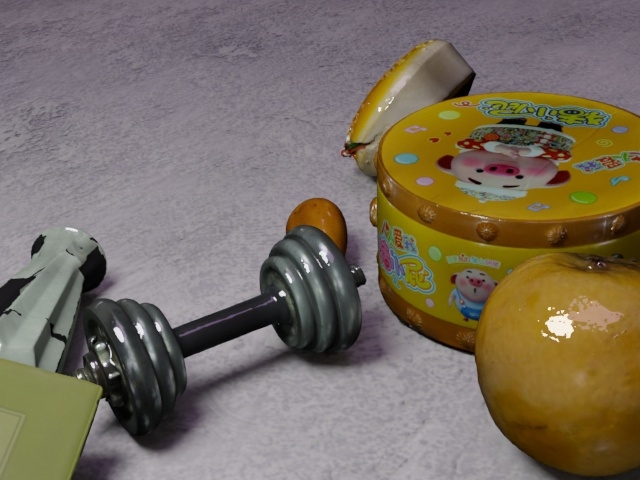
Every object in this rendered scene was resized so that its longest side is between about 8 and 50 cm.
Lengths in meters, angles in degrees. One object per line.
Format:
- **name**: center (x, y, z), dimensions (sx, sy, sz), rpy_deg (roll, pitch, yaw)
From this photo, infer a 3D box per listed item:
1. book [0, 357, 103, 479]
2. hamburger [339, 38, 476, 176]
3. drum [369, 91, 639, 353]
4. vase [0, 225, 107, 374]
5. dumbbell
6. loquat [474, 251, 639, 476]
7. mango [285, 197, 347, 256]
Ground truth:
- **book**: center (-0.385, 0.262, 1.073), dimensions (0.239, 0.035, 0.352), rpy_deg (14, 44, -3)
- **hamburger**: center (0.150, -0.227, 1.805), dimensions (0.151, 0.227, 0.295), rpy_deg (34, 40, 14)
- **drum**: center (0.285, -0.036, 1.476), dimensions (0.431, 0.214, 0.431), rpy_deg (-3, 30, 2)
- **vase**: center (-0.388, 0.109, 1.388), dimensions (0.165, 0.165, 0.360), rpy_deg (0, 28, 7)
- **dumbbell**: center (-0.121, 0.107, 1.323), dimensions (0.406, 0.179, 0.179), rpy_deg (-20, 34, -24)
- **loquat**: center (0.303, 0.129, 1.163), dimensions (0.263, 0.263, 0.263), rpy_deg (-3, 31, 2)
- **mango**: center (0.003, 0.000, 1.567), dimensions (0.084, 0.105, 0.159), rpy_deg (10, 37, -28)
